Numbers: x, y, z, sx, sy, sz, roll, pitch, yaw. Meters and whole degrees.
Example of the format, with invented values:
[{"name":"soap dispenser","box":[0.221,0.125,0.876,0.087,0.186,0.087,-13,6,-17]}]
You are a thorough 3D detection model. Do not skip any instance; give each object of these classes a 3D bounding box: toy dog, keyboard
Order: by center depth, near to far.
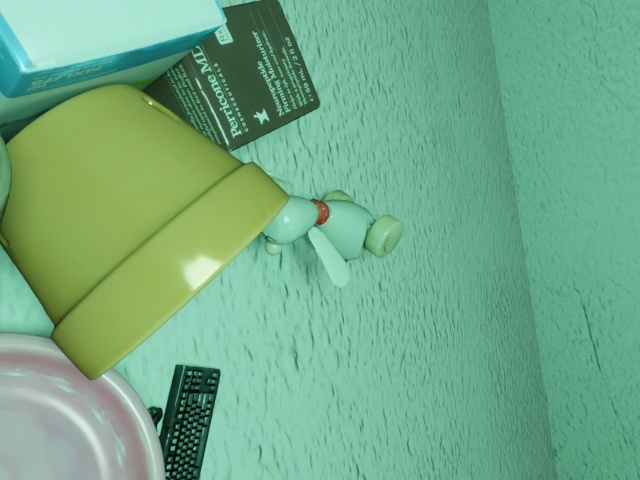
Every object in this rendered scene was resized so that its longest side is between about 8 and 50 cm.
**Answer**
[{"name":"keyboard","box":[-0.202,0.273,0.599,0.108,0.023,0.180,23,68,-42]},{"name":"toy dog","box":[0.000,0.000,0.749,0.333,0.220,0.161,10,110,-38]}]

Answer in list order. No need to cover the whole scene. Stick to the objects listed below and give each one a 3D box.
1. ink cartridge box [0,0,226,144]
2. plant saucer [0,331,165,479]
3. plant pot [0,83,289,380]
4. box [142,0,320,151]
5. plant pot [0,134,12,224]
[{"name":"ink cartridge box","box":[-0.275,-0.234,0.404,0.197,0.269,0.198,-41,114,-39]},{"name":"plant saucer","box":[-0.308,0.254,0.378,0.332,0.084,0.332,37,35,-31]},{"name":"plant pot","box":[-0.208,-0.026,0.468,0.203,0.290,0.291,48,52,-10]},{"name":"box","box":[-0.143,-0.222,0.614,0.203,0.166,0.169,-41,114,-41]},{"name":"plant pot","box":[-0.331,-0.010,0.258,0.263,0.229,0.263,43,30,-32]}]
